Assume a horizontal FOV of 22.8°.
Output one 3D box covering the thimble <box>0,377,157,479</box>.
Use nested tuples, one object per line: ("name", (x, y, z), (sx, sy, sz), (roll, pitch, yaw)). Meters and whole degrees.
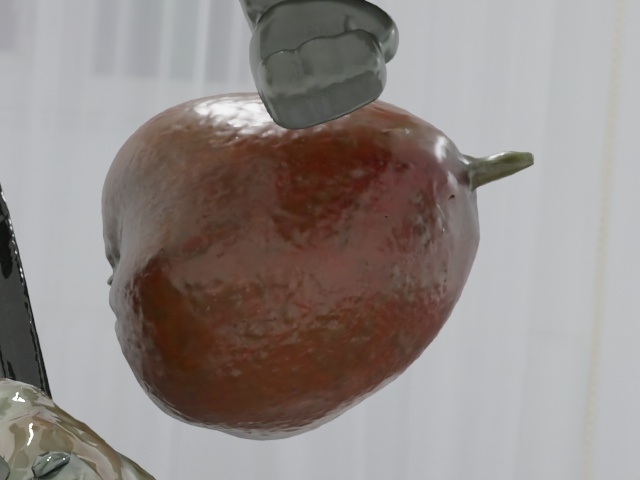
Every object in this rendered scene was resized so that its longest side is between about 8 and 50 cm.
("thimble", (-0.103, 0.160, 0.428), (0.148, 0.229, 0.196), (44, -31, -26))

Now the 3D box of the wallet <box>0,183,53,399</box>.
("wallet", (-0.196, 0.081, 0.763), (0.168, 0.245, 0.052), (-33, -28, 28))

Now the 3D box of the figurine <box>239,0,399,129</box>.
("figurine", (0.035, -0.214, 0.726), (0.285, 0.343, 0.167), (18, 4, 35))

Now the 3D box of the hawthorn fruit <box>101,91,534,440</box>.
("hawthorn fruit", (0.000, 0.000, 0.880), (0.251, 0.199, 0.199), (-21, 0, 16))
